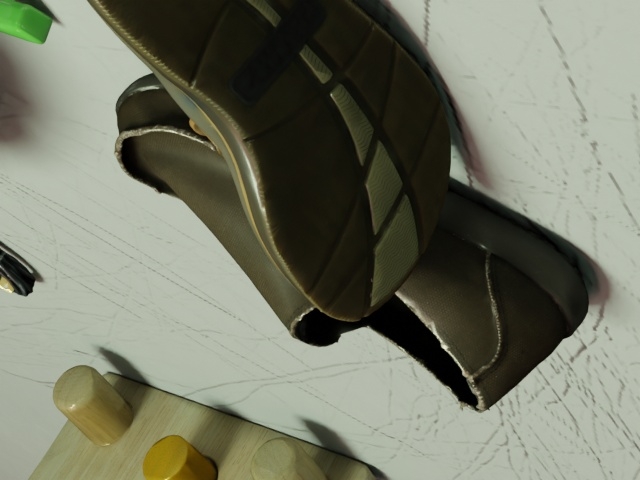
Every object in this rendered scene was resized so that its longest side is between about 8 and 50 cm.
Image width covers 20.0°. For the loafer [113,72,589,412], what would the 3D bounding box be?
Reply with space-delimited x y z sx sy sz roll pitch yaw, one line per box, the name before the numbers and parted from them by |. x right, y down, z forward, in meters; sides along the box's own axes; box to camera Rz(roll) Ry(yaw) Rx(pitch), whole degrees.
loafer | 0.000 0.000 0.753 0.220 0.078 0.080 26 158 15

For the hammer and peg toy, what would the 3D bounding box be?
hammer and peg toy | -0.151 0.260 1.153 0.266 0.361 0.127 16 154 39

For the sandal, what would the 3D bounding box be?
sandal | -0.024 -0.059 0.656 0.219 0.090 0.060 47 171 -37

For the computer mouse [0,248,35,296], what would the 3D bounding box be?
computer mouse | -0.295 -0.017 1.185 0.242 0.041 0.071 26 158 13

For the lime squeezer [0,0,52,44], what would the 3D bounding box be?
lime squeezer | -0.266 -0.146 0.867 0.310 0.058 0.110 13 -176 40
